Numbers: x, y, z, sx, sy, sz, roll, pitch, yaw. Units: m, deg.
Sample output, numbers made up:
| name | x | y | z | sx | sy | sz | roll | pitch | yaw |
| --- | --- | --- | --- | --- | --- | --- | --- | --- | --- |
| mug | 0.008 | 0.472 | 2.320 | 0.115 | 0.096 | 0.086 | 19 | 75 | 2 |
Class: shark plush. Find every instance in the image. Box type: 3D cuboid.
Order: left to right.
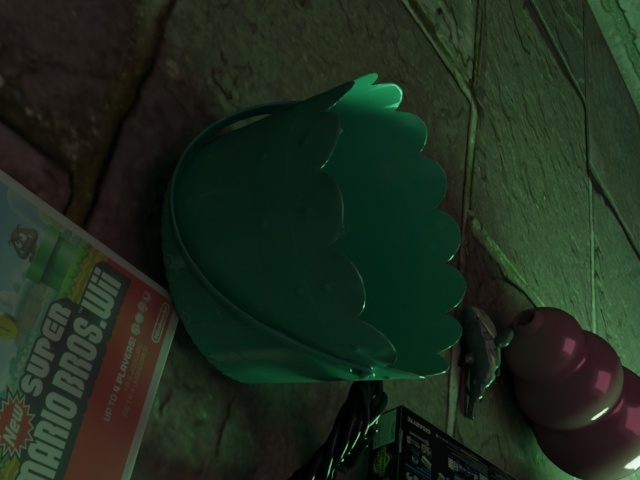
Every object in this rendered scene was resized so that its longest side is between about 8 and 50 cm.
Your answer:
| name | x | y | z | sx | sy | sz | roll | pitch | yaw |
| --- | --- | --- | --- | --- | --- | --- | --- | --- | --- |
| shark plush | 0.227 | 0.182 | 1.168 | 0.067 | 0.073 | 0.161 | 20 | 83 | -31 |

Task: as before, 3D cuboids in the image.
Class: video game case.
| name | x | y | z | sx | sy | sz | roll | pitch | yaw |
| --- | --- | --- | --- | --- | --- | --- | --- | --- | --- |
| video game case | -0.219 | 0.063 | 0.529 | 0.285 | 0.025 | 0.204 | 44 | 46 | -40 |

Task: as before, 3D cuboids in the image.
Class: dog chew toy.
| name | x | y | z | sx | sy | sz | roll | pitch | yaw |
| --- | --- | --- | --- | --- | --- | --- | --- | --- | --- |
| dog chew toy | 0.413 | 0.239 | 1.280 | 0.332 | 0.206 | 0.207 | 52 | 40 | -22 |

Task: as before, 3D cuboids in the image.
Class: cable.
| name | x | y | z | sx | sy | sz | roll | pitch | yaw |
| --- | --- | --- | --- | --- | --- | --- | --- | --- | --- |
| cable | 0.005 | 0.199 | 0.728 | 0.047 | 0.184 | 0.150 | 38 | 46 | 15 |

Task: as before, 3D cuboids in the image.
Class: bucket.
| name | x | y | z | sx | sy | sz | roll | pitch | yaw |
| --- | --- | --- | --- | --- | --- | --- | --- | --- | --- |
| bucket | 0.000 | 0.000 | 0.713 | 0.281 | 0.183 | 0.281 | 38 | 45 | -51 |

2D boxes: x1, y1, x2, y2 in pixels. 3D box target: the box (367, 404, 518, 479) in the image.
| name | x | y | z | sx | sy | sz | roll | pitch | yaw |
| --- | --- | --- | --- | --- | --- | --- | --- | --- | --- |
| box | 0.147 | 0.317 | 0.900 | 0.220 | 0.051 | 0.175 | 36 | 40 | -25 |
